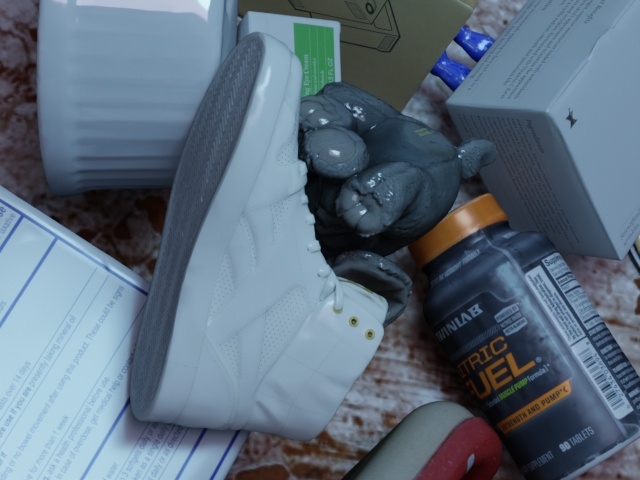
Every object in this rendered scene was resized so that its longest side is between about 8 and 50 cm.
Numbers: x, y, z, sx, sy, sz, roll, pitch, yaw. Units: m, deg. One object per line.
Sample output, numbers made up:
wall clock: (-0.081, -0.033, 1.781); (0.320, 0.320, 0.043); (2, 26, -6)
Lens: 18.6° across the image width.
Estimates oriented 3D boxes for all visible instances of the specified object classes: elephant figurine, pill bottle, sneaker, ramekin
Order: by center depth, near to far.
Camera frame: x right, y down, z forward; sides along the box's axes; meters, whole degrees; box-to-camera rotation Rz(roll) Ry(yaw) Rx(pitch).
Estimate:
sneaker: (-0.024, 0.004, 1.437); (0.169, 0.108, 0.292); (13, 98, -22)
ramekin: (-0.138, -0.168, 1.549); (0.135, 0.277, 0.277); (4, 68, 1)
elephant figurine: (0.000, 0.000, 1.619); (0.186, 0.239, 0.169); (30, 30, 2)
pill bottle: (0.174, 0.082, 1.670); (0.130, 0.130, 0.245); (-28, 81, -27)

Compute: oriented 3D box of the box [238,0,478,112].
box: (0.018, -0.210, 1.697); (0.201, 0.164, 0.021); (33, 53, -2)

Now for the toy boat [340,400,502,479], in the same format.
toy boat: (0.080, 0.235, 1.541); (0.151, 0.151, 0.231); (44, 38, 2)

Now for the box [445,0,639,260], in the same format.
box: (0.232, -0.109, 1.728); (0.181, 0.119, 0.182); (-51, 128, -28)

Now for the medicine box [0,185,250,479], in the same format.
medicine box: (-0.223, 0.145, 1.483); (0.289, 0.149, 0.263); (33, 62, -6)

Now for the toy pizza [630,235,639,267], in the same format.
toy pizza: (0.375, -0.022, 1.841); (0.201, 0.032, 0.201); (7, 68, -18)

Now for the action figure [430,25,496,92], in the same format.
action figure: (0.063, -0.201, 1.770); (0.280, 0.139, 0.091); (51, 57, -23)

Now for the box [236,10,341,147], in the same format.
box: (-0.036, -0.130, 1.687); (0.087, 0.102, 0.101); (4, 70, -17)
